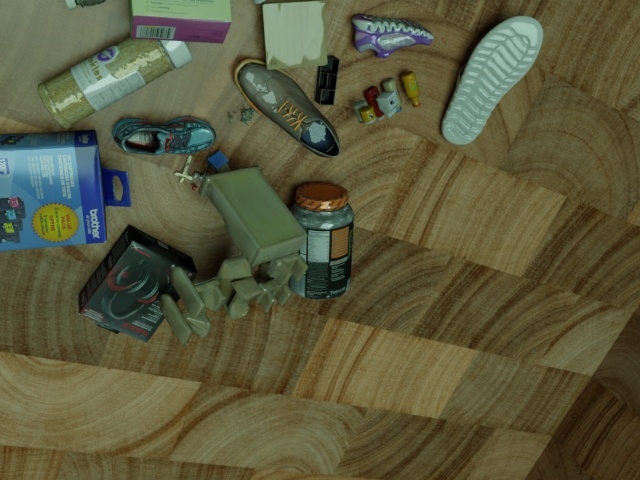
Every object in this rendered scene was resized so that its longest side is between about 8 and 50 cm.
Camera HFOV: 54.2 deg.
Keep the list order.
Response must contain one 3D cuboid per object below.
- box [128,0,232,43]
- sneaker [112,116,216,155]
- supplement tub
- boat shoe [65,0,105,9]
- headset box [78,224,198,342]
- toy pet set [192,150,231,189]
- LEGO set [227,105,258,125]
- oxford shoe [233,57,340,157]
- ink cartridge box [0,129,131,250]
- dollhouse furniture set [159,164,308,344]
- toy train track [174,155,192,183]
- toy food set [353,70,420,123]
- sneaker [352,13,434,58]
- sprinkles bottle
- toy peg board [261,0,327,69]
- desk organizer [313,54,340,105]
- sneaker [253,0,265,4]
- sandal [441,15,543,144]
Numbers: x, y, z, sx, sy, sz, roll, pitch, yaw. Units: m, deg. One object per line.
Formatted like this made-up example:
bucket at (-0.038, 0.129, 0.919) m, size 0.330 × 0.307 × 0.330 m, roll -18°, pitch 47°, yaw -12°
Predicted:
box at (-0.324, -0.586, 1.411) m, size 0.214 × 0.117 × 0.242 m, roll -4°, pitch 84°, yaw -19°
sneaker at (-0.395, -0.252, 1.611) m, size 0.262 × 0.125 × 0.104 m, roll -5°, pitch 118°, yaw -18°
supplement tub at (0.000, 0.000, 1.850) m, size 0.194 × 0.193 × 0.315 m, roll -6°, pitch 117°, yaw -18°
boat shoe at (-0.545, -0.665, 1.360) m, size 0.091 × 0.109 × 0.304 m, roll -13°, pitch 125°, yaw -15°
headset box at (-0.524, 0.137, 1.769) m, size 0.218 × 0.110 × 0.293 m, roll 33°, pitch 100°, yaw -32°
toy pet set at (-0.299, -0.185, 1.692) m, size 0.114 × 0.122 × 0.065 m, roll -37°, pitch 118°, yaw -18°
LEGO set at (-0.210, -0.341, 1.702) m, size 0.083 × 0.023 × 0.054 m, roll 7°, pitch 111°, yaw -9°
oxford shoe at (-0.074, -0.352, 1.678) m, size 0.364 × 0.132 × 0.130 m, roll 34°, pitch 100°, yaw -31°
ink cartridge box at (-0.684, -0.127, 1.556) m, size 0.396 × 0.151 × 0.269 m, roll -7°, pitch 118°, yaw -19°
dollhouse furniture set at (-0.237, 0.031, 1.702) m, size 0.362 × 0.256 × 0.394 m, roll -18°, pitch 153°, yaw -40°
toy train track at (-0.370, -0.195, 1.718) m, size 0.048 × 0.014 × 0.083 m, roll 18°, pitch 102°, yaw -20°
toy food set at (0.184, -0.376, 1.768) m, size 0.232 × 0.111 × 0.104 m, roll -47°, pitch 128°, yaw -31°
sneaker at (0.192, -0.549, 1.711) m, size 0.237 × 0.095 × 0.104 m, roll 1°, pitch 122°, yaw -16°
sprinkles bottle at (-0.488, -0.403, 1.502) m, size 0.356 × 0.121 × 0.121 m, roll -31°, pitch 122°, yaw -4°
toy peg board at (-0.071, -0.537, 1.622) m, size 0.161 × 0.079 × 0.161 m, roll -8°, pitch 117°, yaw -11°
desk organizer at (0.018, -0.439, 1.718) m, size 0.047 × 0.050 × 0.130 m, roll -2°, pitch 116°, yaw -20°
sneaker at (-0.110, -0.683, 1.529) m, size 0.208 × 0.081 × 0.094 m, roll -45°, pitch 120°, yaw 5°
sandal at (0.483, -0.481, 1.853) m, size 0.170 × 0.102 × 0.416 m, roll 26°, pitch 118°, yaw -14°
